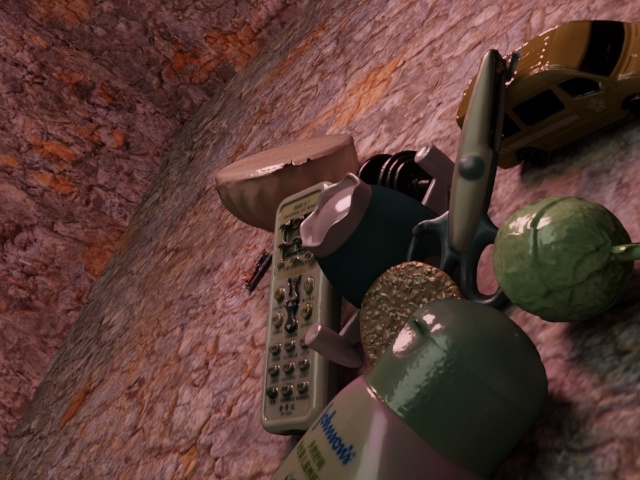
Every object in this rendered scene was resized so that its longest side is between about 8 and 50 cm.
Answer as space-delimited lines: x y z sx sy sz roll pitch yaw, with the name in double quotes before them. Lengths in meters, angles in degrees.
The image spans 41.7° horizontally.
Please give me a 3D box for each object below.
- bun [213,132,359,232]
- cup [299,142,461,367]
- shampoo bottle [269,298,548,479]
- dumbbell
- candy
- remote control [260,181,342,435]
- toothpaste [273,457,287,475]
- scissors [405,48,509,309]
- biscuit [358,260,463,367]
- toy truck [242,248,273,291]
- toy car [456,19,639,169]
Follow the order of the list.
"bun" -0.046 -0.075 1.481 0.263 0.175 0.263 -14 15 4
"cup" 0.072 0.008 1.041 0.300 0.173 0.167 -58 21 -11
"shampoo bottle" 0.066 0.209 0.766 0.350 0.151 0.222 -52 18 4
"dumbbell" 0.110 -0.078 1.202 0.099 0.099 0.208 -58 19 -10
"candy" 0.310 0.001 0.647 0.439 0.119 0.119 -10 48 54
"remote control" -0.016 0.090 1.132 0.128 0.065 0.336 -21 58 49
"toothpaste" 0.009 0.248 0.981 0.268 0.047 0.069 -41 42 38
"scissors" 0.171 -0.068 0.930 0.138 0.041 0.289 9 91 34
"biscuit" 0.104 0.096 0.934 0.152 0.020 0.152 -2 87 41
"toy truck" -0.121 0.058 1.610 0.032 0.024 0.083 29 79 41
"toy car" 0.275 -0.175 0.950 0.256 0.124 0.101 -26 35 54
